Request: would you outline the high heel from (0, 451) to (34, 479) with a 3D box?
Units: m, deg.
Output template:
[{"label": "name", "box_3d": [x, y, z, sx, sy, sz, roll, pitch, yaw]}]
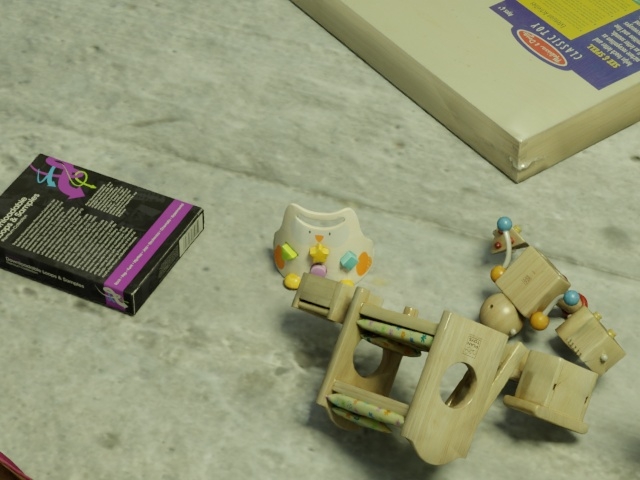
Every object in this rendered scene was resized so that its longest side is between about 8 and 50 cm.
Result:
[{"label": "high heel", "box_3d": [-0.223, 0.164, 1.052, 0.377, 0.181, 0.127, 34, 53, 30]}]

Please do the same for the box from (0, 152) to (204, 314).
[{"label": "box", "box_3d": [-0.193, -0.008, 1.346, 0.162, 0.029, 0.116, 20, 46, 18]}]

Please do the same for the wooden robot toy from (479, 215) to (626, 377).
[{"label": "wooden robot toy", "box_3d": [0.162, 0.056, 1.270, 0.079, 0.076, 0.173, -43, 50, 7]}]

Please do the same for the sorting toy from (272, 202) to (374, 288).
[{"label": "sorting toy", "box_3d": [0.000, 0.000, 1.303, 0.083, 0.075, 0.045, 5, 43, 6]}]

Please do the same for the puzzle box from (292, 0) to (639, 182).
[{"label": "puzzle box", "box_3d": [0.157, -0.229, 1.563, 0.272, 0.052, 0.409, -26, 49, -25]}]

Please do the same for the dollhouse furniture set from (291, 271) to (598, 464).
[{"label": "dollhouse furniture set", "box_3d": [0.080, 0.108, 1.216, 0.161, 0.101, 0.182, 23, -6, -34]}]
